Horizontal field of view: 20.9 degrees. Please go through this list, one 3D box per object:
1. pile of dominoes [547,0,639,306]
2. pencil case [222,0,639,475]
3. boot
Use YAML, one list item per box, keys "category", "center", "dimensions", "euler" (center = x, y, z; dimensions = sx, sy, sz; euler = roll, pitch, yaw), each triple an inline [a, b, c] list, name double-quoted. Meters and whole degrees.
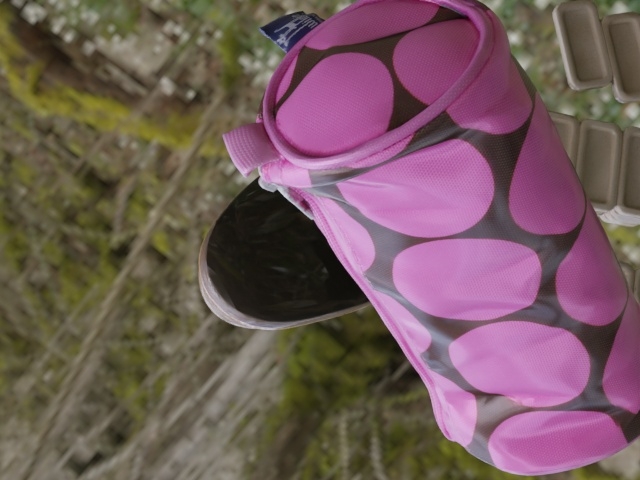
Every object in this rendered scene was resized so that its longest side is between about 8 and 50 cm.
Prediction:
- category: "pile of dominoes"
  center: [0.250, -0.040, 1.132]
  dimensions: [0.251, 0.040, 0.196]
  euler: [11, -103, -12]
- category: "pencil case"
  center: [0.053, 0.006, 0.631]
  dimensions: [0.209, 0.098, 0.095]
  euler: [55, 177, -40]
- category: "boot"
  center: [0.000, 0.000, 1.207]
  dimensions: [0.112, 0.115, 0.305]
  euler: [54, -142, 1]
